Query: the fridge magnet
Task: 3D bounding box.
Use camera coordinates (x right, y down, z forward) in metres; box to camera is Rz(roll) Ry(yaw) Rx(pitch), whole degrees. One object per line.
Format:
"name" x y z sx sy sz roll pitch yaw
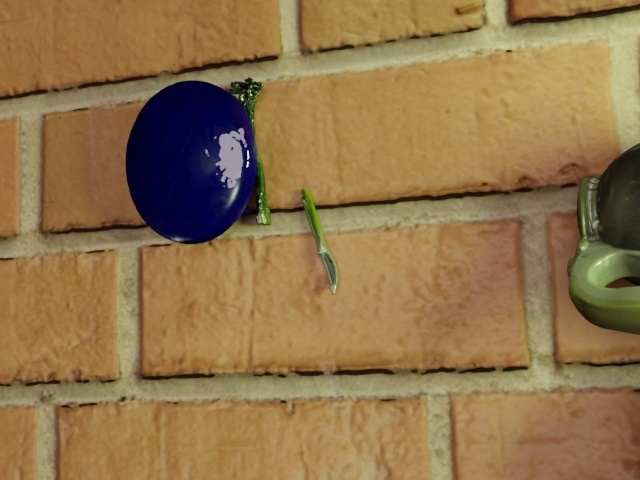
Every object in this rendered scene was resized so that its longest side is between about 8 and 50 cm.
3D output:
"fridge magnet" -0.210 -0.126 1.252 0.265 0.112 0.266 0 90 29

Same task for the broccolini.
"broccolini" -0.119 -0.152 1.279 0.071 0.057 0.255 -27 68 55

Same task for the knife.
"knife" 0.000 0.000 1.243 0.022 0.026 0.184 -29 72 40

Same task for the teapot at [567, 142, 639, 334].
"teapot" 0.461 0.005 1.007 0.239 0.239 0.322 -11 59 36
